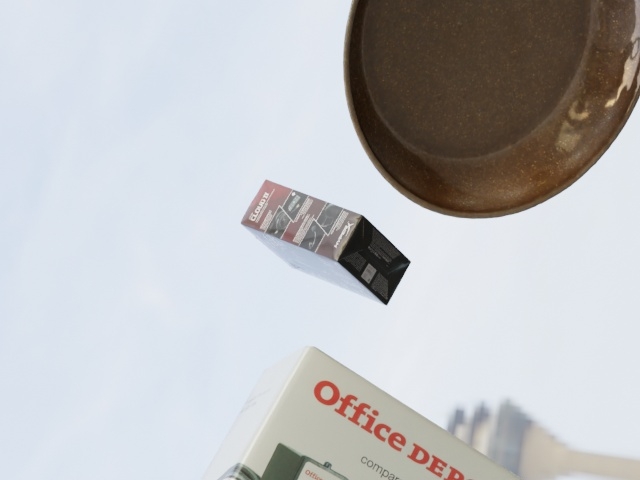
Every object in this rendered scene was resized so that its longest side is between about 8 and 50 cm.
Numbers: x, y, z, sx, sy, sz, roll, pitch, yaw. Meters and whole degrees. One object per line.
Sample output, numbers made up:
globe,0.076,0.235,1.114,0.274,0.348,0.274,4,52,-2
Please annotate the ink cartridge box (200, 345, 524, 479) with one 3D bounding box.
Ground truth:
ink cartridge box,-0.005,0.181,1.040,0.208,0.153,0.087,-61,9,-21

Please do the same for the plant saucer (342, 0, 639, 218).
plant saucer,0.091,-0.111,1.063,0.198,0.036,0.199,-11,-66,-26

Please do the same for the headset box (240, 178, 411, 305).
headset box,0.000,0.000,1.124,0.032,0.083,0.062,-60,-40,-10
